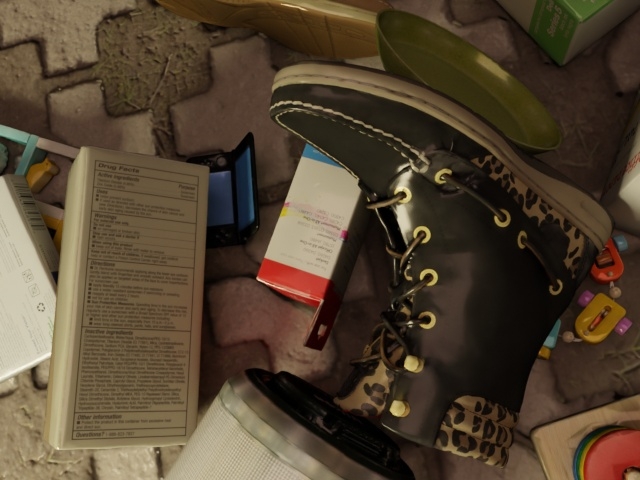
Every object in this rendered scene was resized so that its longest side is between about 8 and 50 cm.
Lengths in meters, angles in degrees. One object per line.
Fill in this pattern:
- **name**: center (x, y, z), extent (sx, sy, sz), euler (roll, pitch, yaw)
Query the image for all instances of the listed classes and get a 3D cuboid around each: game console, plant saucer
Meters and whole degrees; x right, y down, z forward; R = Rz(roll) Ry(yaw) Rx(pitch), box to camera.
- **game console**: center (-0.121, -0.058, 0.804), extent (0.107, 0.071, 0.122), euler (-7, 77, 8)
- **plant saucer**: center (0.154, -0.166, 0.725), extent (0.241, 0.241, 0.037), euler (45, 124, 15)

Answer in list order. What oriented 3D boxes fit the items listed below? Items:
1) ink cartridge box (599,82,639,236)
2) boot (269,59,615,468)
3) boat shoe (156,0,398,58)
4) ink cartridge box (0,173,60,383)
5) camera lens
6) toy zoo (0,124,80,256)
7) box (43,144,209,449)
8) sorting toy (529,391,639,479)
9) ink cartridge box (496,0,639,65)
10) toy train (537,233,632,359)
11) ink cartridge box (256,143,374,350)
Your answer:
- **ink cartridge box**: center (0.431, -0.130, 0.662), extent (0.197, 0.198, 0.270), euler (20, 82, 12)
- **boot**: center (0.085, 0.029, 0.623), extent (0.377, 0.138, 0.284), euler (26, 81, -22)
- **boat shoe**: center (-0.056, -0.318, 0.822), extent (0.341, 0.121, 0.110), euler (19, 83, 14)
- **ink cartridge box**: center (-0.417, 0.065, 0.813), extent (0.224, 0.045, 0.223), euler (-25, 88, 12)
- **camera lens**: center (-0.054, 0.281, 0.645), extent (0.219, 0.219, 0.274), euler (31, 85, 14)
- **toy zoo**: center (-0.406, -0.049, 0.871), extent (0.293, 0.030, 0.192), euler (18, 82, 13)
- **box**: center (-0.215, 0.066, 0.741), extent (0.148, 0.121, 0.311), euler (8, 76, -27)
- **sorting toy**: center (0.377, 0.273, 0.643), extent (0.255, 0.089, 0.257), euler (-20, 76, 5)
- **ink cartridge box**: center (0.279, -0.380, 0.782), extent (0.198, 0.115, 0.273), euler (-38, 75, 0)
- **toy train**: center (0.268, 0.063, 0.731), extent (0.166, 0.046, 0.125), euler (-23, 65, 7)
- **ink cartridge box**: center (0.000, 0.000, 0.739), extent (0.078, 0.134, 0.231), euler (18, 81, 12)
